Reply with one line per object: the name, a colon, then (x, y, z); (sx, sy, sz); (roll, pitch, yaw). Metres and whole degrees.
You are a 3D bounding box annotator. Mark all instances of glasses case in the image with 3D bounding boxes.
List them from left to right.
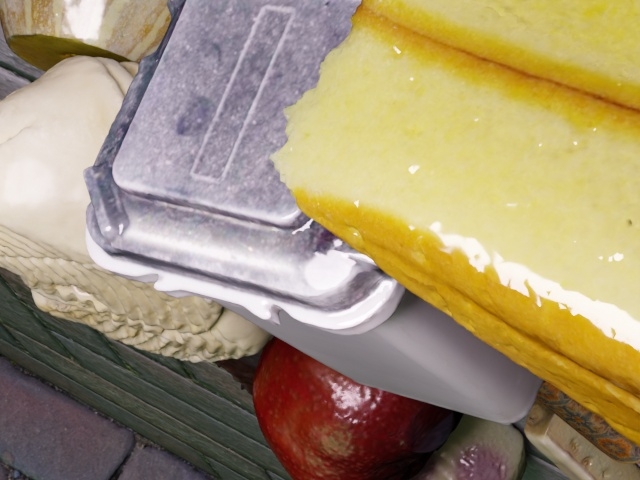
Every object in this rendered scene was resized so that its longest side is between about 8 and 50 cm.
glasses case: (0.225, 0.134, 1.670); (0.218, 0.049, 0.075); (39, 163, -20)

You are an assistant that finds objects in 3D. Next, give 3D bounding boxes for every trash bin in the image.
trash bin: (0.054, -0.016, 1.225); (0.296, 0.256, 0.367); (11, 162, 34)

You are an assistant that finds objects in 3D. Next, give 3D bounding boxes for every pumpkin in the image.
pumpkin: (-0.202, -0.186, 1.454); (0.217, 0.110, 0.217); (23, 160, 9)

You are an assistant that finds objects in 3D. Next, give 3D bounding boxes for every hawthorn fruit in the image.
hawthorn fruit: (0.015, 0.152, 1.842); (0.266, 0.210, 0.230); (32, 149, 5)

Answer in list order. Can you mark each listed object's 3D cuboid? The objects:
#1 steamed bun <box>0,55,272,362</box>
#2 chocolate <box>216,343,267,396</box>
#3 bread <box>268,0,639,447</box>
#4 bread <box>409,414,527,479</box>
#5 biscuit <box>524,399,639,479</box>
steamed bun: (-0.148, -0.041, 1.404); (0.289, 0.203, 0.276); (27, 159, -24)
chocolate: (-0.058, 0.124, 2.119); (0.112, 0.112, 0.321); (7, 151, 38)
bread: (0.180, -0.018, 0.984); (0.361, 0.233, 0.245); (27, 166, 35)
bread: (0.099, 0.347, 2.039); (0.155, 0.338, 0.187); (35, 166, 19)
biscuit: (0.283, 0.232, 1.841); (0.188, 0.056, 0.052); (44, 162, -32)
